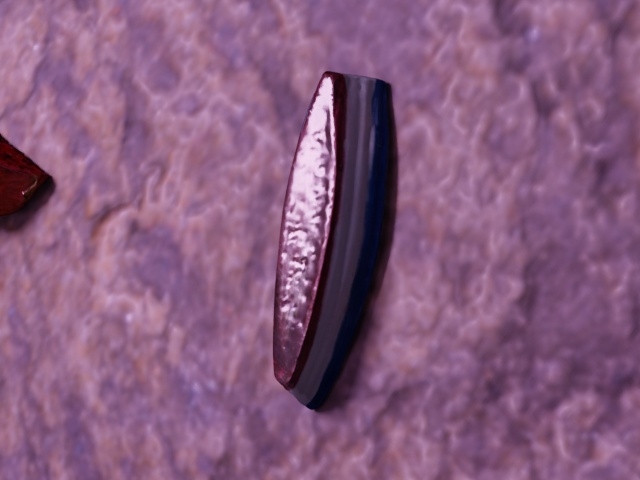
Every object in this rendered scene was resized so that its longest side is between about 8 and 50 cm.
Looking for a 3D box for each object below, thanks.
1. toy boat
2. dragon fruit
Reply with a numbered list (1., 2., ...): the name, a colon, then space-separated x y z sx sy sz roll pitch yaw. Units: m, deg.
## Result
1. toy boat: 0.000 0.000 0.949 0.080 0.046 0.229 9 89 33
2. dragon fruit: -0.312 -0.064 1.139 0.162 0.106 0.083 41 110 28
